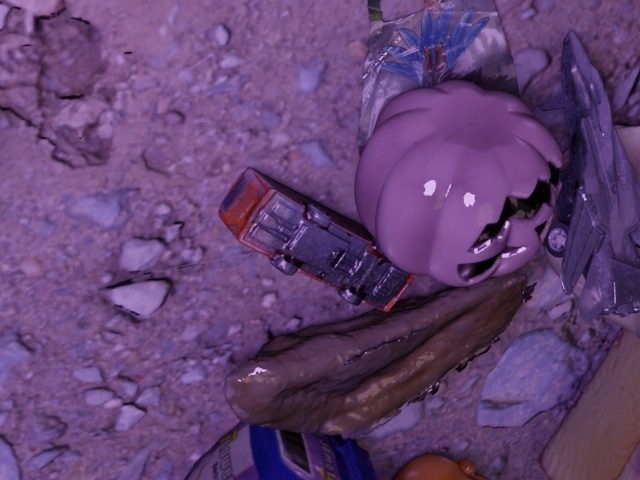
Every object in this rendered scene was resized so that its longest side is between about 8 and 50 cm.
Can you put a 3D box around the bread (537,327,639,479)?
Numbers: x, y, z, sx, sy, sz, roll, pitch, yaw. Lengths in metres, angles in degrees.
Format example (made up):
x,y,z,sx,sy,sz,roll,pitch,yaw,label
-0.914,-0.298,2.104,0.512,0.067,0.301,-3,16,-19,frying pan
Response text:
x,y,z,sx,sy,sz,roll,pitch,yaw,label
0.399,0.183,1.515,0.155,0.187,0.338,12,116,-35,bread

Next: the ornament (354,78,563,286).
x,y,z,sx,sy,sz,roll,pitch,yaw,label
0.116,-0.044,1.149,0.178,0.177,0.177,-18,132,-21,ornament

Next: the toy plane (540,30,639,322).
x,y,z,sx,sy,sz,roll,pitch,yaw,label
0.243,-0.058,1.216,0.212,0.267,0.088,0,158,-45,toy plane

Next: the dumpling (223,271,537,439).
x,y,z,sx,sy,sz,roll,pitch,yaw,label
0.043,0.110,1.296,0.332,0.086,0.166,-14,144,-25,dumpling

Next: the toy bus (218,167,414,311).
x,y,z,sx,sy,sz,roll,pitch,yaw,label
0.000,0.000,1.185,0.192,0.077,0.065,27,104,-41,toy bus

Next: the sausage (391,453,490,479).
x,y,z,sx,sy,sz,roll,pitch,yaw,label
0.108,0.343,1.500,0.136,0.120,0.241,-5,127,-49,sausage

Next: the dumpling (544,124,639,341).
x,y,z,sx,sy,sz,roll,pitch,yaw,label
0.318,-0.010,1.344,0.179,0.131,0.252,-48,116,-15,dumpling

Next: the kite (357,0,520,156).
x,y,z,sx,sy,sz,roll,pitch,yaw,label
0.084,-0.187,1.136,0.169,0.015,0.310,-28,136,-10,kite

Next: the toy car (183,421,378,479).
x,y,z,sx,sy,sz,roll,pitch,yaw,label
-0.061,0.280,1.320,0.158,0.172,0.235,36,106,-27,toy car
